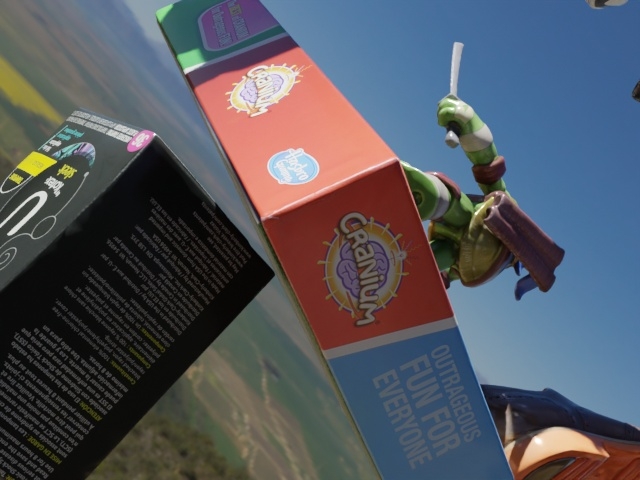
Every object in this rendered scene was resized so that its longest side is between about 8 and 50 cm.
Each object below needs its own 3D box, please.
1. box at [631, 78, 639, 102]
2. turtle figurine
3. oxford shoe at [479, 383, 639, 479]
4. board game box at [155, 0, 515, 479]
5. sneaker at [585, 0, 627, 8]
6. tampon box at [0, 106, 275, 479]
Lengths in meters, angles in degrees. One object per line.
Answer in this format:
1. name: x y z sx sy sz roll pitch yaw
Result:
1. box: 0.468 -0.254 0.906 0.182 0.296 0.294 34 -48 16
2. turtle figurine: 0.087 -0.035 0.966 0.266 0.198 0.275 -11 70 -60
3. oxford shoe: 0.293 0.225 1.112 0.363 0.130 0.133 23 26 -45
4. board game box: 0.000 0.000 0.591 0.242 0.064 0.316 67 -4 -33
5. sneaker: 0.331 -0.359 0.998 0.094 0.153 0.235 -89 165 -63
6. tampon box: -0.130 0.028 0.500 0.101 0.161 0.120 51 -16 -31
